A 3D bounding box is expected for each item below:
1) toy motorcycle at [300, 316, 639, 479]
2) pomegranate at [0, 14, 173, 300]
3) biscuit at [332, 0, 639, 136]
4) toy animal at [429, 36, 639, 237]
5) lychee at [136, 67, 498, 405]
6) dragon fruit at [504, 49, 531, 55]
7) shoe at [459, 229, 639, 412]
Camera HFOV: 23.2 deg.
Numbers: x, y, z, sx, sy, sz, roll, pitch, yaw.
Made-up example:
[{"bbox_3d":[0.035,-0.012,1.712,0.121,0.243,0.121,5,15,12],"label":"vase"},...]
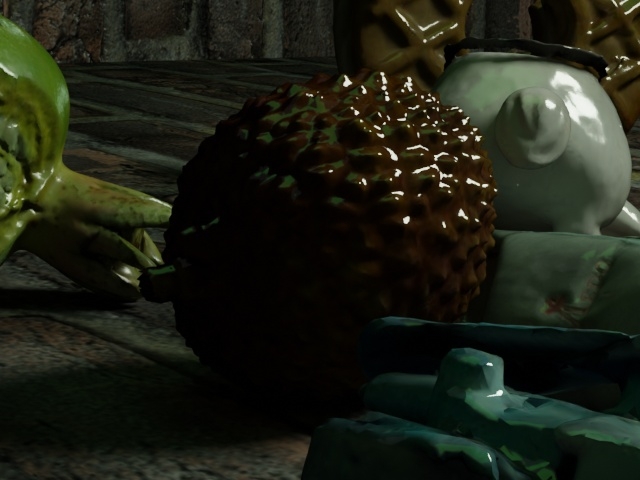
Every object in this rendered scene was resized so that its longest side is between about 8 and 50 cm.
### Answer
[{"bbox_3d":[0.124,0.108,0.532,0.260,0.154,0.206,14,-9,14],"label":"toy motorcycle"},{"bbox_3d":[-0.248,-0.050,1.131,0.301,0.236,0.236,24,8,-10],"label":"pomegranate"},{"bbox_3d":[0.191,-0.177,1.644,0.366,0.268,0.115,1,4,-19],"label":"biscuit"},{"bbox_3d":[0.149,-0.041,1.134,0.208,0.154,0.325,10,-7,31],"label":"toy animal"},{"bbox_3d":[0.000,0.000,0.903,0.238,0.200,0.200,-17,21,-40],"label":"lychee"},{"bbox_3d":[0.264,-0.153,1.848,0.172,0.166,0.160,21,58,28],"label":"dragon fruit"},{"bbox_3d":[0.136,0.048,0.923,0.100,0.103,0.251,-4,7,-30],"label":"shoe"}]
